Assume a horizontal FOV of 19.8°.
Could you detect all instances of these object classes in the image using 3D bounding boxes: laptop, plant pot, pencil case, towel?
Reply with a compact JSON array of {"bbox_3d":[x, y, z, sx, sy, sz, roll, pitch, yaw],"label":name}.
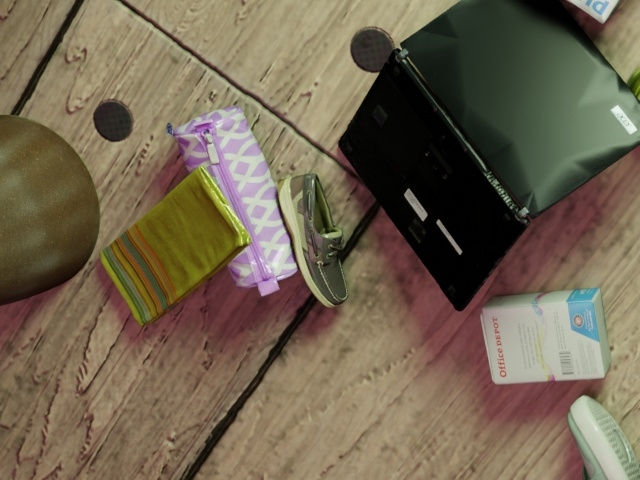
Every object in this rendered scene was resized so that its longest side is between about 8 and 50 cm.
[{"bbox_3d":[0.173,-0.105,1.872,0.234,0.136,0.264,55,143,19],"label":"laptop"},{"bbox_3d":[-0.389,-0.008,2.024,0.215,0.230,0.215,6,109,17],"label":"plant pot"},{"bbox_3d":[-0.089,-0.047,1.983,0.086,0.088,0.206,-24,102,-3],"label":"pencil case"},{"bbox_3d":[-0.165,0.010,2.014,0.102,0.021,0.237,55,138,2],"label":"towel"}]

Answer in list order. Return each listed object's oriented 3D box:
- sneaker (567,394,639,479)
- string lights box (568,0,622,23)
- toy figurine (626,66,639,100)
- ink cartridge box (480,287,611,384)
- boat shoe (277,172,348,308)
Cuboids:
[{"bbox_3d":[0.280,0.299,1.963,0.151,0.094,0.256,-20,102,18],"label":"sneaker"},{"bbox_3d":[0.291,-0.354,1.752,0.133,0.077,0.260,35,115,6],"label":"string lights box"},{"bbox_3d":[0.452,-0.131,1.693,0.362,0.217,0.191,11,111,15],"label":"toy figurine"},{"bbox_3d":[0.239,0.102,1.938,0.122,0.052,0.088,-5,105,20],"label":"ink cartridge box"},{"bbox_3d":[0.000,0.000,1.986,0.049,0.056,0.152,-17,101,29],"label":"boat shoe"}]
